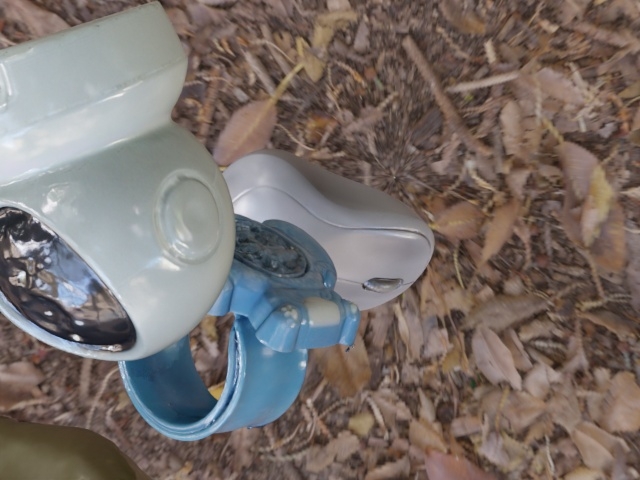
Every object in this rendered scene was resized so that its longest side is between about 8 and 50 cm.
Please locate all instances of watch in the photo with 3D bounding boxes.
[{"bbox_3d":[-0.088,0.085,0.936,0.211,0.211,0.193,30,114,2],"label":"watch"}]

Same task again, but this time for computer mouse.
[{"bbox_3d":[0.000,0.000,1.325,0.296,0.121,0.184,30,123,-17],"label":"computer mouse"}]

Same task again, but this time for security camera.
[{"bbox_3d":[-0.158,-0.031,0.748,0.194,0.194,0.236,-17,105,5],"label":"security camera"}]

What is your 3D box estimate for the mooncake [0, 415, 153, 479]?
[{"bbox_3d":[-0.327,0.424,1.086,0.466,0.262,0.467,-8,51,10],"label":"mooncake"}]
